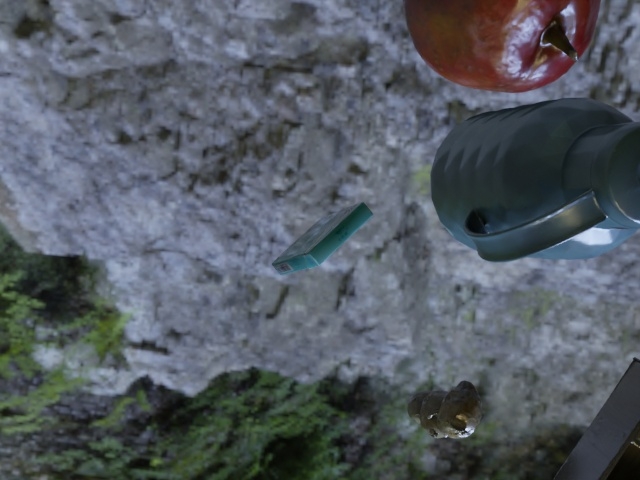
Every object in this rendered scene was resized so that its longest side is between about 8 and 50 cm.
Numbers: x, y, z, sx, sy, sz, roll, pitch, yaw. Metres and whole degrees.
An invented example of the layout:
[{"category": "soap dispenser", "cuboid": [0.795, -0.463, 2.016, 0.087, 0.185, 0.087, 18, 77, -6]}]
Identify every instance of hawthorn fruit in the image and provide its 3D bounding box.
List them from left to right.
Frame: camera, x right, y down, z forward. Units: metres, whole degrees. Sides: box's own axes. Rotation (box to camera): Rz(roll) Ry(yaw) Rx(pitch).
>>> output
[{"category": "hawthorn fruit", "cuboid": [0.272, -0.331, 1.319, 0.330, 0.287, 0.287, -123, -155, -47]}]

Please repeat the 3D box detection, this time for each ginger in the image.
[{"category": "ginger", "cuboid": [0.222, 0.307, 1.678, 0.104, 0.080, 0.204, -69, -166, -19]}]

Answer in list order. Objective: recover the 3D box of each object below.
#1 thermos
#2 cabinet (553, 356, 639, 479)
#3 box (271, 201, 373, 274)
[{"category": "thermos", "cuboid": [0.196, -0.046, 0.819, 0.145, 0.182, 0.286, 58, -9, -9]}, {"category": "cabinet", "cuboid": [0.465, 0.303, 1.276, 0.215, 0.175, 0.148, -57, -179, 2]}, {"category": "box", "cuboid": [0.000, 0.000, 1.928, 0.162, 0.041, 0.229, -43, -170, -21]}]
